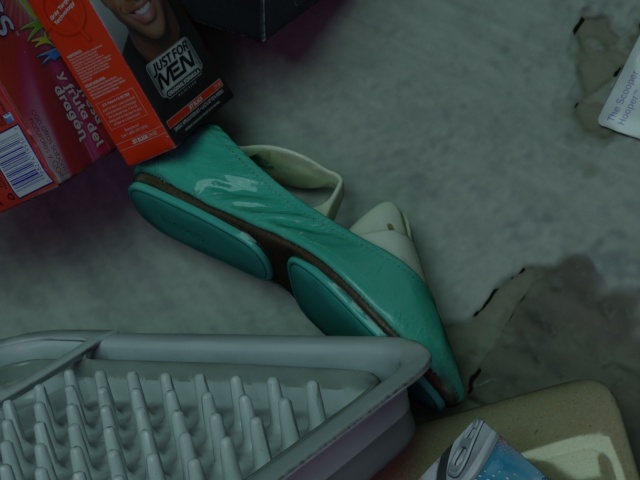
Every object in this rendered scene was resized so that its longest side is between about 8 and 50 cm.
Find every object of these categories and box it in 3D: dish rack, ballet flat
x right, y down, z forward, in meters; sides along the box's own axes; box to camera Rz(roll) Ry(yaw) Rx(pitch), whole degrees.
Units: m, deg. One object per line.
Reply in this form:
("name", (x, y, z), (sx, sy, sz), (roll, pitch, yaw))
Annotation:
("dish rack", (-0.132, 0.123, 0.715), (0.333, 0.285, 0.072), (-3, 105, 35))
("ballet flat", (0.000, 0.000, 0.826), (0.247, 0.083, 0.087), (33, 69, 25))

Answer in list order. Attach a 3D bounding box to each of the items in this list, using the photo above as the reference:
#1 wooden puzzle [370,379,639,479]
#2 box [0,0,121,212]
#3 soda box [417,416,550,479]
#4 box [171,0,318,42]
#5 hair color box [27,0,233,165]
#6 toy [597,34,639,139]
("wooden puzzle", (0.034, 0.269, 0.711), (0.322, 0.080, 0.347), (-17, 60, 12))
("box", (-0.226, -0.144, 0.847), (0.128, 0.122, 0.256), (-21, 103, 33))
("soda box", (0.120, 0.165, 0.648), (0.063, 0.058, 0.183), (-46, 59, -5))
("box", (-0.109, -0.254, 0.890), (0.270, 0.165, 0.143), (21, 41, 25))
("hair color box", (-0.116, -0.123, 0.833), (0.043, 0.141, 0.072), (-19, 20, 37))
("toy", (0.283, -0.094, 0.776), (0.237, 0.056, 0.137), (24, 77, 26))
